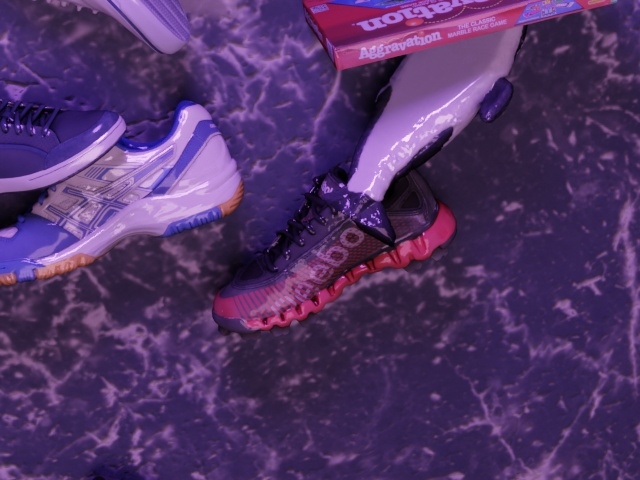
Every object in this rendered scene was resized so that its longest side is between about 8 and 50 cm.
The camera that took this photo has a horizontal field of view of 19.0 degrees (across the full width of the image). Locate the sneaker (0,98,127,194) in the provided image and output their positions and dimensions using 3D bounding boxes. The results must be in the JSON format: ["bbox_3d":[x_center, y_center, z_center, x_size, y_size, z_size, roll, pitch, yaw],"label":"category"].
[{"bbox_3d":[-0.312,-0.128,1.827,0.226,0.086,0.163,-14,119,19],"label":"sneaker"}]

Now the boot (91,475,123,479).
[{"bbox_3d":[-0.190,0.405,2.172,0.280,0.096,0.264,25,100,-31],"label":"boot"}]

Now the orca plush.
[{"bbox_3d":[0.125,-0.118,1.942,0.287,0.151,0.102,-67,153,-17],"label":"orca plush"}]

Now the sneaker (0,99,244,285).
[{"bbox_3d":[-0.232,-0.048,1.920,0.296,0.112,0.131,-21,102,-5],"label":"sneaker"}]

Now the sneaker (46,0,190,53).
[{"bbox_3d":[-0.235,-0.261,1.817,0.091,0.094,0.258,-35,116,26],"label":"sneaker"}]

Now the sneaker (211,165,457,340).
[{"bbox_3d":[0.000,0.000,1.990,0.276,0.097,0.135,-27,120,-2],"label":"sneaker"}]

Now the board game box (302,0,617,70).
[{"bbox_3d":[0.134,-0.235,1.879,0.281,0.145,0.027,-14,119,-7],"label":"board game box"}]
